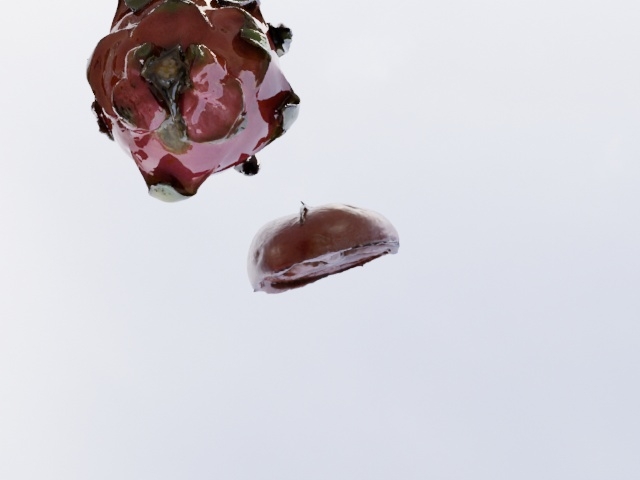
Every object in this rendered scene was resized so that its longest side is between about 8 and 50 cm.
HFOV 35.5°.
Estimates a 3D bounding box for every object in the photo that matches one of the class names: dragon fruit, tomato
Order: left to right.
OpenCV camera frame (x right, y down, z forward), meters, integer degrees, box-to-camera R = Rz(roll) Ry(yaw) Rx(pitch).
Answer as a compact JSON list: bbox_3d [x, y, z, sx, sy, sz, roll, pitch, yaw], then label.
[{"bbox_3d":[-0.131,-0.162,1.022,0.224,0.224,0.227,-34,-149,2],"label":"dragon fruit"},{"bbox_3d":[-0.002,-0.003,1.390,0.227,0.228,0.101,-15,-101,8],"label":"tomato"}]
